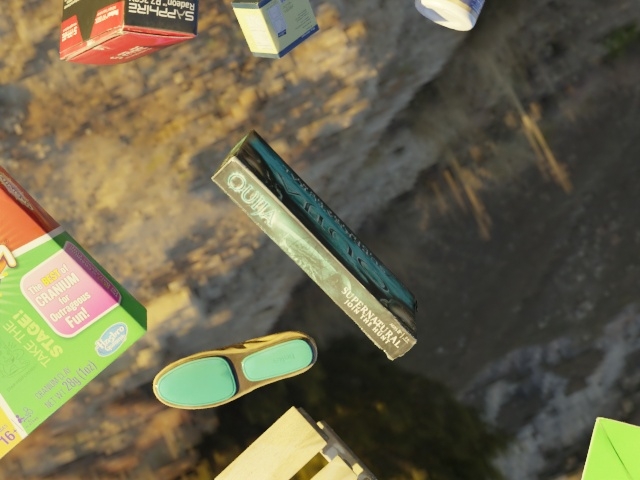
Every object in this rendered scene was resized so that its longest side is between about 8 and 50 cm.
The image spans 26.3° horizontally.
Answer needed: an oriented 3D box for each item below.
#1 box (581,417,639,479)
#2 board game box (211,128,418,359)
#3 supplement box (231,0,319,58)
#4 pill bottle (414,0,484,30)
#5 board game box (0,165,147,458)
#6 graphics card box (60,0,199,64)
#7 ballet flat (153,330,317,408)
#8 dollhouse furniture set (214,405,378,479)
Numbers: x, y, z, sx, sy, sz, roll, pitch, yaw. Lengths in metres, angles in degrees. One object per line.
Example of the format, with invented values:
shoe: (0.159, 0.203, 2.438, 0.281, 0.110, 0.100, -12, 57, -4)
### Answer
box: (0.413, 0.274, 1.322, 0.262, 0.126, 0.231, 11, 174, 37)
board game box: (0.000, 0.000, 1.015, 0.026, 0.186, 0.126, -43, -172, 11)
supplement box: (-0.059, -0.299, 1.824, 0.056, 0.083, 0.083, 14, -135, 47)
pill bottle: (0.210, -0.399, 1.984, 0.169, 0.094, 0.094, -67, 165, -5)
board game box: (-0.364, 0.049, 1.340, 0.242, 0.316, 0.064, -41, -161, 6)
graphics card box: (-0.205, -0.390, 1.503, 0.094, 0.370, 0.233, 3, 178, -26)
ballet flat: (-0.118, 0.179, 1.909, 0.232, 0.080, 0.073, -13, -170, -5)
dollhouse furniture set: (-0.019, 0.287, 1.610, 0.123, 0.144, 0.151, -43, 172, 1)
